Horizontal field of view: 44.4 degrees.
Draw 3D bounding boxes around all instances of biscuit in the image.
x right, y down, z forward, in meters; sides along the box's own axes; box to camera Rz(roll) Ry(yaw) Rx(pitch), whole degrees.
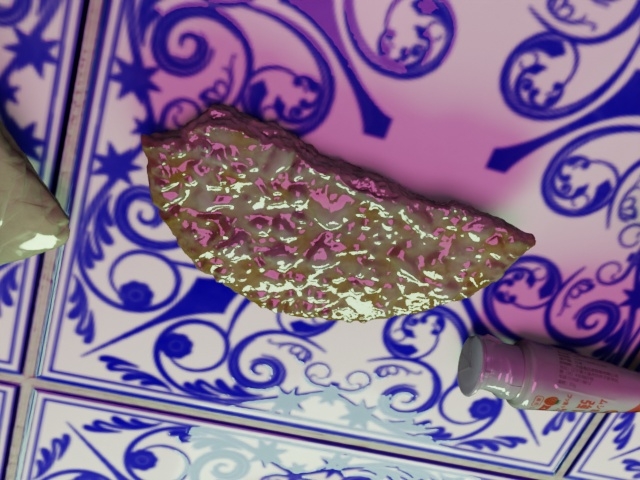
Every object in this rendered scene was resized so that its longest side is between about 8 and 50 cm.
[{"bbox_3d":[0.000,-0.001,0.576,0.289,0.038,0.141,19,119,-14],"label":"biscuit"}]

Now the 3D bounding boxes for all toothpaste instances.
[{"bbox_3d":[0.234,0.123,0.659,0.234,0.089,0.057,10,76,-11],"label":"toothpaste"}]

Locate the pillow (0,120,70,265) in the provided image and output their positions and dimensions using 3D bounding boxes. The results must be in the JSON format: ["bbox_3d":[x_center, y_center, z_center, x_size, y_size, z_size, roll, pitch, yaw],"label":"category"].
[{"bbox_3d":[-0.341,-0.067,0.488,0.274,0.076,0.281,-17,127,9],"label":"pillow"}]
